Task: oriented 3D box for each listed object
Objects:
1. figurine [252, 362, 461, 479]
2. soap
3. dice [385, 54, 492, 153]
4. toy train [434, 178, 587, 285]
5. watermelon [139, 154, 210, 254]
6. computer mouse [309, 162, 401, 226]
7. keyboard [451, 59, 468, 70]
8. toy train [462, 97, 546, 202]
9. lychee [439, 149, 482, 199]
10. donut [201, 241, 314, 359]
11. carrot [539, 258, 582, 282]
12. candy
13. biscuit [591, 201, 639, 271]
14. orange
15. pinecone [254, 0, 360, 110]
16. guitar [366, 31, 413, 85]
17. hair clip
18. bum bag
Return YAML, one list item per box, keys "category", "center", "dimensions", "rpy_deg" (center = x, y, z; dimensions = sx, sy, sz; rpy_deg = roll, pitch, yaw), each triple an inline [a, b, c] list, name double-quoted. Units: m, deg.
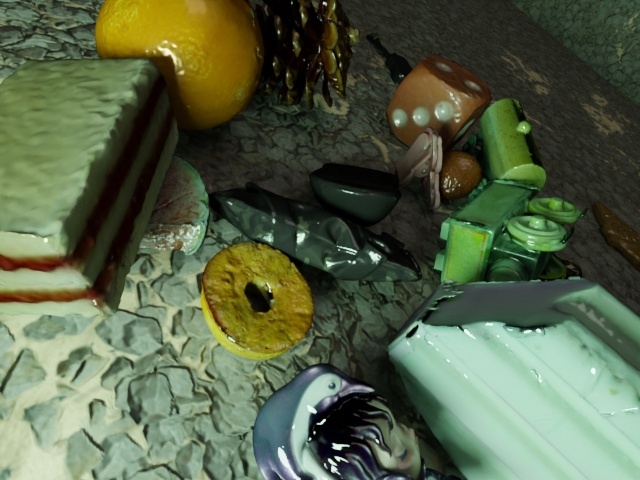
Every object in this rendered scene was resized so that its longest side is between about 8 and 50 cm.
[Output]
- category: "figurine"
  center: [0.035, 0.227, 0.457]
  dimensions: [0.222, 0.145, 0.145]
  rpy_deg: [44, 43, -3]
- category: "soap"
  center: [0.296, 0.217, 0.504]
  dimensions: [0.446, 0.261, 0.156]
  rpy_deg: [42, 44, 11]
- category: "dice"
  center: [0.272, -0.314, 1.041]
  dimensions: [0.179, 0.174, 0.175]
  rpy_deg: [46, 46, 12]
- category: "toy train"
  center: [0.333, 0.001, 0.784]
  dimensions: [0.188, 0.159, 0.272]
  rpy_deg: [20, 34, 32]
- category: "watermelon"
  center: [-0.220, -0.039, 0.588]
  dimensions: [0.139, 0.071, 0.187]
  rpy_deg: [-23, 52, -23]
- category: "computer mouse"
  center: [0.054, -0.074, 0.738]
  dimensions: [0.147, 0.088, 0.264]
  rpy_deg: [14, 20, 6]
- category: "keyboard"
  center: [0.453, -0.547, 1.480]
  dimensions: [0.074, 0.015, 0.196]
  rpy_deg: [33, 43, -5]
- category: "toy train"
  center: [0.412, -0.176, 0.984]
  dimensions: [0.126, 0.189, 0.307]
  rpy_deg: [23, 45, -14]
- category: "lychee"
  center: [0.281, -0.146, 0.947]
  dimensions: [0.101, 0.114, 0.140]
  rpy_deg: [25, 57, -19]
- category: "donut"
  center: [-0.081, 0.078, 0.560]
  dimensions: [0.152, 0.058, 0.152]
  rpy_deg: [16, 46, -17]
- category: "carrot"
  center: [0.432, 0.098, 0.840]
  dimensions: [0.229, 0.069, 0.069]
  rpy_deg: [-28, 69, -42]
- category: "candy"
  center: [-0.282, -0.073, 0.491]
  dimensions: [0.180, 0.135, 0.320]
  rpy_deg: [-1, 46, 0]
- category: "biscuit"
  center: [0.802, -0.010, 1.184]
  dimensions: [0.162, 0.035, 0.250]
  rpy_deg: [7, 47, -31]
- category: "orange"
  center: [-0.206, -0.295, 0.692]
  dimensions: [0.246, 0.246, 0.246]
  rpy_deg: [16, 45, -17]
- category: "pinecone"
  center: [-0.055, -0.384, 0.869]
  dimensions: [0.264, 0.264, 0.264]
  rpy_deg: [16, 45, -17]
- category: "guitar"
  center: [0.204, -0.538, 1.306]
  dimensions: [0.084, 0.038, 0.271]
  rpy_deg: [0, 52, -32]
- category: "hair clip"
  center: [0.214, -0.147, 0.884]
  dimensions: [0.102, 0.138, 0.123]
  rpy_deg: [18, 37, -23]
- category: "bum bag"
  center: [0.000, 0.000, 0.640]
  dimensions: [0.341, 0.095, 0.144]
  rpy_deg: [22, 4, -12]
